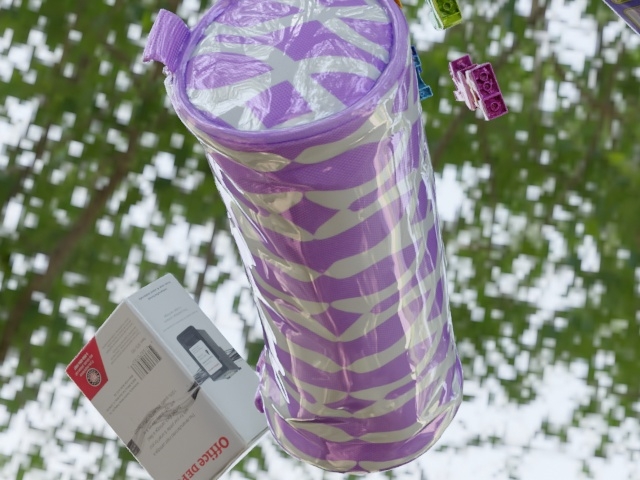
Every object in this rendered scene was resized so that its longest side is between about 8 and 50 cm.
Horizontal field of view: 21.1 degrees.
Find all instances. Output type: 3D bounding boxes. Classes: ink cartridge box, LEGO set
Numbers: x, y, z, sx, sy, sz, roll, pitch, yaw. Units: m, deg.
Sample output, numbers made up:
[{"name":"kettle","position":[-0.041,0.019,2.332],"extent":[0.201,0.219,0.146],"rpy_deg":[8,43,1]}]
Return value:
[{"name":"ink cartridge box","position":[-0.115,0.121,1.360],"extent":[0.150,0.063,0.109],"rpy_deg":[49,-51,7]},{"name":"LEGO set","position":[0.072,-0.202,1.515],"extent":[0.087,0.227,0.093],"rpy_deg":[-24,10,-12]}]

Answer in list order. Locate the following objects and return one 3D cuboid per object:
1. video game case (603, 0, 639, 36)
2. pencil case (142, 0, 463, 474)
[{"name":"video game case","position":[0.236,-0.167,0.872],"extent":[0.269,0.061,0.244],"rpy_deg":[39,-25,-25]},{"name":"pencil case","position":[0.000,0.000,0.616],"extent":[0.088,0.086,0.206],"rpy_deg":[-1,-43,12]}]
